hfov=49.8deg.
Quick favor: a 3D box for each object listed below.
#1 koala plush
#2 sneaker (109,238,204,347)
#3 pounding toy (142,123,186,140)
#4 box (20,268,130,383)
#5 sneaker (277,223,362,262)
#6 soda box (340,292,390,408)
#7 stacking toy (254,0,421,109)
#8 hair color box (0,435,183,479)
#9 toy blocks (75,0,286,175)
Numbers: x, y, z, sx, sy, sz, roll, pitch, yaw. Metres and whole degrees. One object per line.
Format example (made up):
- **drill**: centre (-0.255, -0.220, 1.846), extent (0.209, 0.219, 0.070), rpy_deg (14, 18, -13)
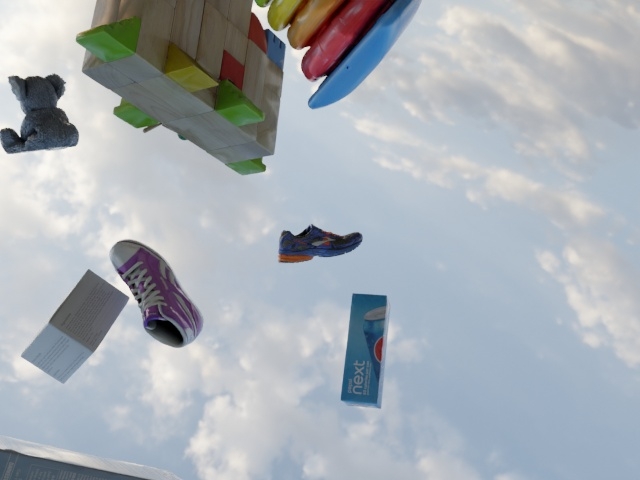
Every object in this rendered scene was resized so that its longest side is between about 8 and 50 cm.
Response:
- **koala plush**: centre (-0.800, -0.370, 1.976), extent (0.203, 0.221, 0.196), rpy_deg (-1, -170, 38)
- **sneaker**: centre (-0.371, 0.116, 1.509), extent (0.282, 0.102, 0.161), rpy_deg (47, -169, -2)
- **pounding toy**: centre (-0.320, -0.289, 1.591), extent (0.100, 0.141, 0.130), rpy_deg (26, -174, 1)
- **box**: centre (-0.554, 0.195, 1.561), extent (0.119, 0.181, 0.182), rpy_deg (38, -141, -15)
- **sneaker**: centre (0.000, 0.000, 1.671), extent (0.221, 0.087, 0.083), rpy_deg (-9, -177, -20)
- **soda box**: centre (0.089, 0.211, 1.328), extent (0.071, 0.067, 0.210), rpy_deg (2, -110, 13)
- **stacking toy**: centre (-0.037, -0.323, 0.822), extent (0.302, 0.175, 0.166), rpy_deg (41, -140, -9)
- **hair color box**: centre (-0.422, 0.448, 1.227), extent (0.374, 0.185, 0.114), rpy_deg (23, -106, -28)
- **toy blocks**: centre (-0.170, -0.289, 0.976), extent (0.381, 0.190, 0.261), rpy_deg (32, -122, -53)
